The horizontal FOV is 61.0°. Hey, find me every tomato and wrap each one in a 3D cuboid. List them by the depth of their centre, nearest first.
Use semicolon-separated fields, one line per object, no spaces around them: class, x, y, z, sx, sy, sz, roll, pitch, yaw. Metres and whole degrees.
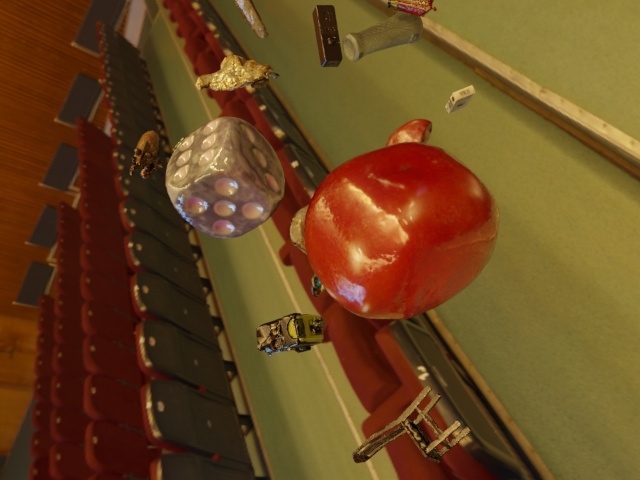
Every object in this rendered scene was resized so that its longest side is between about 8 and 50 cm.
tomato;0.137;-0.016;0.952;0.293;0.324;0.290;-118;13;-46
tomato;0.209;-0.229;1.336;0.091;0.139;0.159;24;90;14

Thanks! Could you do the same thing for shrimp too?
shrimp;-0.403;-0.180;1.284;0.262;0.066;0.117;-102;13;-59
shrimp;0.000;0.000;1.820;0.220;0.110;0.446;-7;40;6

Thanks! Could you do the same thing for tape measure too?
tape measure;-0.074;0.284;1.649;0.199;0.186;0.112;-19;75;36

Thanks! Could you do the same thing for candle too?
candle;0.246;-0.628;1.446;0.130;0.052;0.052;20;90;12

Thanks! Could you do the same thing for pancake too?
pancake;-0.125;-0.362;0.787;0.028;0.158;0.158;-34;45;9

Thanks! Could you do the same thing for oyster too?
oyster;-0.203;-0.396;1.297;0.191;0.081;0.163;-28;34;-18

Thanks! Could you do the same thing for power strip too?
power strip;0.013;-0.369;0.981;0.029;0.037;0.111;148;113;-72

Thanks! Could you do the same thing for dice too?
dice;-0.287;-0.191;1.663;0.270;0.271;0.270;-27;43;23

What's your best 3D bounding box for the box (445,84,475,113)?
box;0.349;-0.352;1.358;0.054;0.083;0.024;-24;81;-4

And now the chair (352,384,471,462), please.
chair;0.168;0.388;1.033;0.212;0.084;0.101;-44;50;2

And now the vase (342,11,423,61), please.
vase;0.168;-0.563;1.501;0.096;0.219;0.096;51;157;31
